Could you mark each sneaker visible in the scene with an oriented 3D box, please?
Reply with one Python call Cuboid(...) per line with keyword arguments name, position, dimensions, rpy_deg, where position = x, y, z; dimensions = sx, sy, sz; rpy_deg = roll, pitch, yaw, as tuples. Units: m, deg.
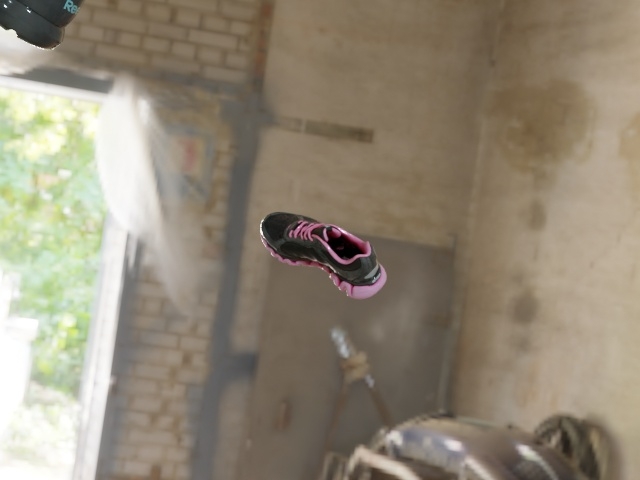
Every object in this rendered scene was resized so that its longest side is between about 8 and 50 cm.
Cuboid(name="sneaker", position=(-0.330, -0.294, 1.096), dimensions=(0.267, 0.106, 0.101), rpy_deg=(36, 10, -16))
Cuboid(name="sneaker", position=(0.000, 0.000, 0.960), dimensions=(0.119, 0.047, 0.057), rpy_deg=(25, -26, 25))
